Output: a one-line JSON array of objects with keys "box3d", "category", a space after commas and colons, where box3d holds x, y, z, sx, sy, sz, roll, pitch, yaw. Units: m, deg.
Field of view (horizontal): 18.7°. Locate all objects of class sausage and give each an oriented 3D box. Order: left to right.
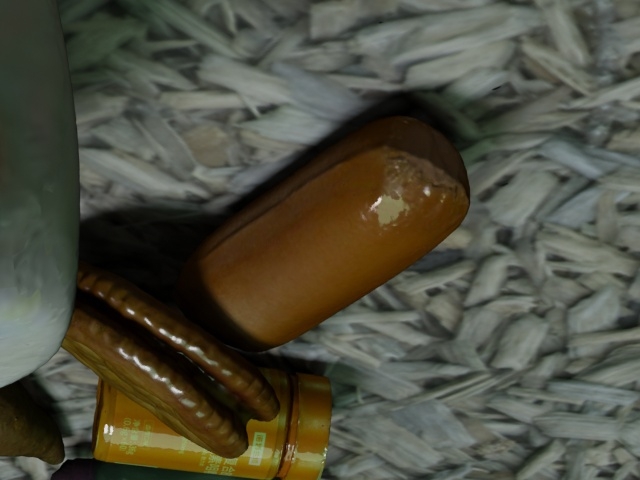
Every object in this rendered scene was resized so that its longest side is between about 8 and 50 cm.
[{"box3d": [-0.001, 0.000, 1.394, 0.105, 0.105, 0.274, 23, 142, -30], "category": "sausage"}]

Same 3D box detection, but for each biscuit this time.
[{"box3d": [-0.132, 0.085, 1.483, 0.220, 0.066, 0.220, 34, 168, 8], "category": "biscuit"}]

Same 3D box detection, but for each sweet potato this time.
[{"box3d": [-0.281, 0.141, 1.665, 0.077, 0.077, 0.243, -17, 150, 27], "category": "sweet potato"}]

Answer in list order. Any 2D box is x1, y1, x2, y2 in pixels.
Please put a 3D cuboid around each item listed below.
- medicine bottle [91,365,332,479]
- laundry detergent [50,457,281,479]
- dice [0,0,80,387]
[{"box3d": [-0.092, 0.149, 1.638, 0.191, 0.096, 0.096, 9, 147, -10], "category": "medicine bottle"}, {"box3d": [-0.137, 0.233, 1.791, 0.221, 0.078, 0.144, 2, 152, -2], "category": "laundry detergent"}, {"box3d": [-0.310, -0.043, 1.107, 0.304, 0.277, 0.304, -5, 161, -17], "category": "dice"}]
